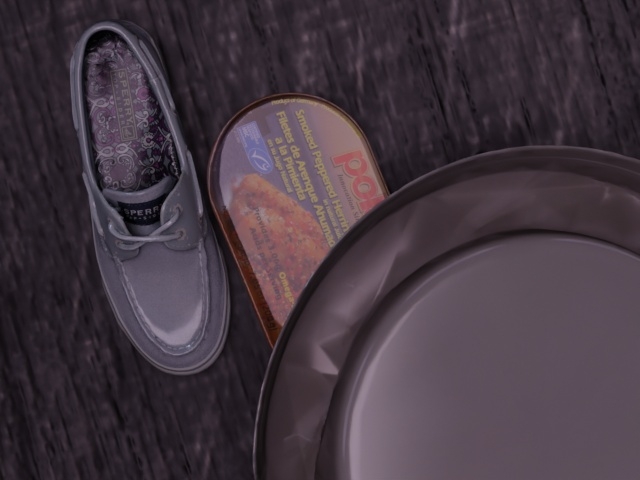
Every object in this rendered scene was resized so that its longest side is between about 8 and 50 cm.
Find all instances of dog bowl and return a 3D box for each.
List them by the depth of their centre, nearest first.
[{"bbox_3d":[0.127,0.123,1.040,0.348,0.102,0.349,0,87,-8],"label":"dog bowl"}]

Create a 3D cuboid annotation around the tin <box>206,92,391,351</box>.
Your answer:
[{"bbox_3d":[0.000,0.000,1.107,0.106,0.040,0.190,-22,90,7],"label":"tin"}]

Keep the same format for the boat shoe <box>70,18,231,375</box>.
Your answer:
[{"bbox_3d":[-0.112,-0.026,1.088,0.079,0.081,0.228,-14,90,3],"label":"boat shoe"}]
